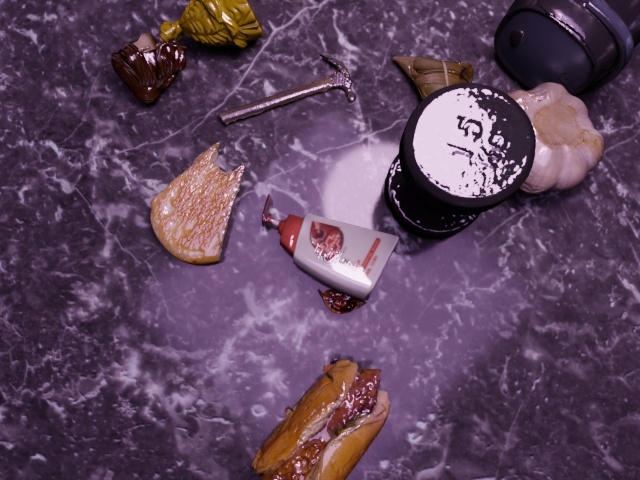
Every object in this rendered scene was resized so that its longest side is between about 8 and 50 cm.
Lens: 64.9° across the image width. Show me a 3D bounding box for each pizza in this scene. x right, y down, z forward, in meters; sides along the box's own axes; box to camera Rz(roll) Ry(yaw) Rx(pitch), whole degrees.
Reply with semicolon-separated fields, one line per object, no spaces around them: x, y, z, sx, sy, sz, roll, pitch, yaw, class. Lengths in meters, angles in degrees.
-0.255;-0.084;1.055;0.181;0.034;0.261;22;83;4;pizza

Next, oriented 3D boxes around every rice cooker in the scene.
0.502;-0.426;0.986;0.267;0.267;0.224;43;82;7;rice cooker

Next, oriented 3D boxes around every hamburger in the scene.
-0.007;0.373;0.921;0.155;0.245;0.282;40;129;2;hamburger

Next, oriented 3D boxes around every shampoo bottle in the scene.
0.000;0.000;1.015;0.284;0.071;0.153;26;66;6;shampoo bottle

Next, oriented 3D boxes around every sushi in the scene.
0.042;0.122;1.012;0.100;0.047;0.050;3;85;3;sushi

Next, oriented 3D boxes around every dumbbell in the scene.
0.230;-0.124;0.905;0.204;0.322;0.203;0;81;2;dumbbell

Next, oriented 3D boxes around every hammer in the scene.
-0.076;-0.311;1.090;0.298;0.027;0.125;-21;82;-1;hammer

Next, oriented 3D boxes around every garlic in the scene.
0.430;-0.193;0.997;0.228;0.152;0.227;-1;80;3;garlic

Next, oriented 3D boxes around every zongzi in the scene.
0.212;-0.303;1.042;0.178;0.081;0.188;17;63;10;zongzi

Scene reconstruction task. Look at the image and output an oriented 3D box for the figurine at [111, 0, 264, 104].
-0.292;-0.428;1.051;0.316;0.168;0.187;-27;39;6;figurine
